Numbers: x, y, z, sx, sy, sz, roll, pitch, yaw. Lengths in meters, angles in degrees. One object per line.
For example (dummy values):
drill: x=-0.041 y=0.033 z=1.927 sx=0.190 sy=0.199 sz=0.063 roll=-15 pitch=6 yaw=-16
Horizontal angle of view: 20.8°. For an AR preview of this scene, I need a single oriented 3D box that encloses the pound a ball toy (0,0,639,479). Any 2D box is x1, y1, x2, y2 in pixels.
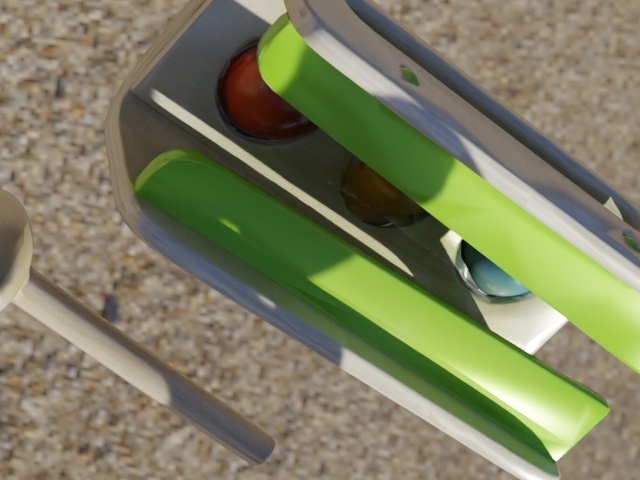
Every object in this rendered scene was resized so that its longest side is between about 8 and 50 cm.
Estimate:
pound a ball toy: x=0.000 y=0.000 z=0.820 sx=0.319 sy=0.136 sz=0.208 roll=33 pitch=112 yaw=-27
